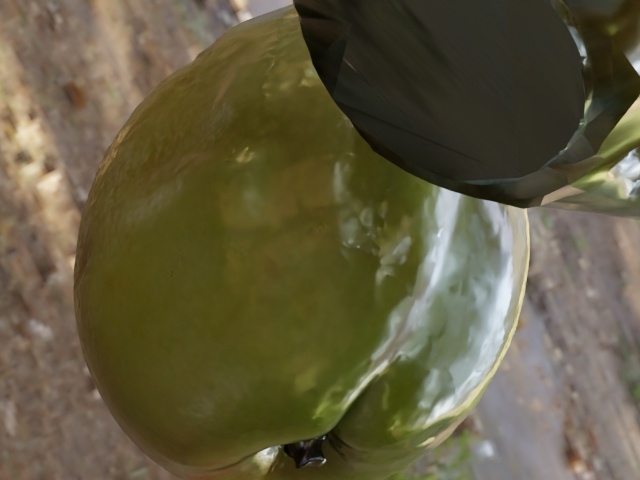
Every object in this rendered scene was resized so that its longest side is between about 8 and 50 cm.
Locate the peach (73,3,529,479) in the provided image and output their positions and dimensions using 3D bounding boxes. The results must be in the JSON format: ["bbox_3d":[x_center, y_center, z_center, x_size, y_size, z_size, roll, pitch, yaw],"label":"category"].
[{"bbox_3d":[-0.004,0.007,0.994,0.281,0.314,0.315,31,42,-33],"label":"peach"}]

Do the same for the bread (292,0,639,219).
[{"bbox_3d":[0.110,-0.147,0.740,0.395,0.239,0.264,68,38,-55],"label":"bread"}]
